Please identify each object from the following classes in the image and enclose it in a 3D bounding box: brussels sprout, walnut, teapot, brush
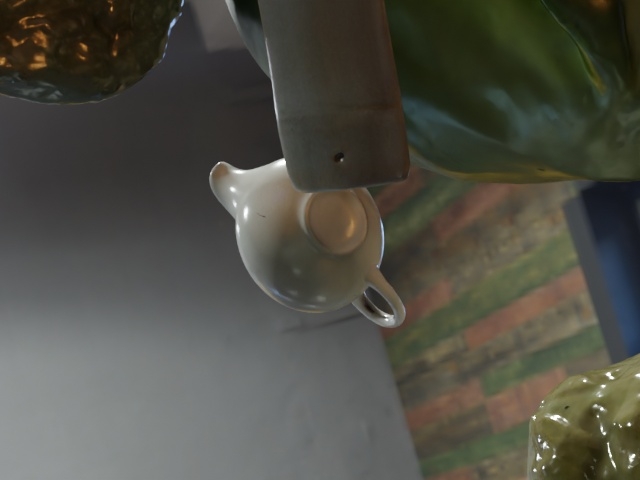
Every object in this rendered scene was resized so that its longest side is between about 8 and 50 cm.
[{"bbox_3d":[0.097,-0.193,0.822,0.276,0.371,0.315,-31,-15,-44],"label":"brussels sprout"},{"bbox_3d":[0.307,0.231,1.232,0.276,0.282,0.253,11,-5,43],"label":"walnut"},{"bbox_3d":[0.000,0.000,1.334,0.145,0.226,0.092,-49,13,-28],"label":"teapot"},{"bbox_3d":[-0.020,-0.176,0.578,0.060,0.321,0.050,-5,10,30],"label":"brush"}]

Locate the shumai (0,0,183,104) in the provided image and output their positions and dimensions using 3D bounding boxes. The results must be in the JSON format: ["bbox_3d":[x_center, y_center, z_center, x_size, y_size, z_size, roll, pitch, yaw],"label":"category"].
[{"bbox_3d":[-0.244,-0.203,0.923,0.309,0.304,0.263,-20,2,-44],"label":"shumai"}]
